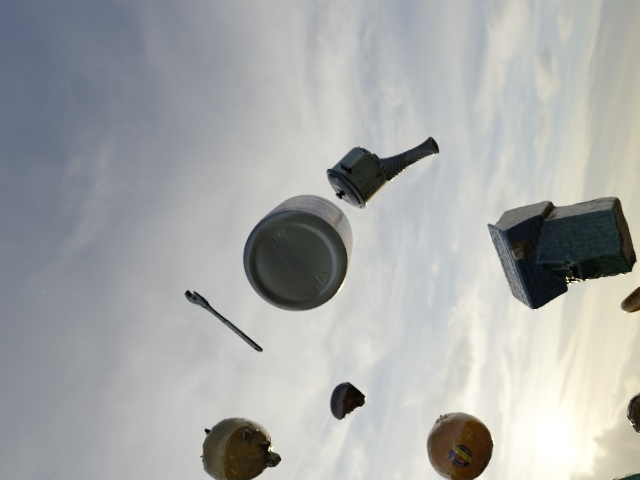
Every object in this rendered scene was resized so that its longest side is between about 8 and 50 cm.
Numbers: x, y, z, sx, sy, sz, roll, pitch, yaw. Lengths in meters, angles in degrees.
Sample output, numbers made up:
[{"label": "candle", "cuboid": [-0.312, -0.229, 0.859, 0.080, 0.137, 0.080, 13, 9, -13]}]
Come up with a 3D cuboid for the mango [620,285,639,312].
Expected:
[{"label": "mango", "cuboid": [0.942, 0.176, 1.350, 0.079, 0.057, 0.114, -33, -19, -37]}]

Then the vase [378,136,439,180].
[{"label": "vase", "cuboid": [0.360, -0.336, 1.847, 0.115, 0.237, 0.116, 27, -129, -39]}]

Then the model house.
[{"label": "model house", "cuboid": [0.792, 0.047, 1.496, 0.342, 0.382, 0.335, -31, -79, -48]}]

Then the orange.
[{"label": "orange", "cuboid": [0.440, 0.655, 1.447, 0.219, 0.193, 0.219, -40, -32, -31]}]

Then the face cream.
[{"label": "face cream", "cuboid": [-0.038, 0.019, 0.916, 0.187, 0.200, 0.201, -64, -28, -73]}]

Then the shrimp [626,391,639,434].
[{"label": "shrimp", "cuboid": [1.025, 0.514, 1.318, 0.058, 0.253, 0.173, 82, -174, -58]}]

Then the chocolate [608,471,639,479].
[{"label": "chocolate", "cuboid": [0.648, 0.454, 0.714, 0.360, 0.341, 0.162, 41, -154, -36]}]

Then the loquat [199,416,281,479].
[{"label": "loquat", "cuboid": [-0.188, 0.501, 1.081, 0.172, 0.204, 0.150, 56, -142, -55]}]

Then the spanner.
[{"label": "spanner", "cuboid": [-0.302, 0.259, 1.450, 0.316, 0.087, 0.024, 43, -123, -12]}]

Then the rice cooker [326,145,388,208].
[{"label": "rice cooker", "cuboid": [0.155, -0.268, 2.000, 0.227, 0.241, 0.280, -45, -28, -8]}]

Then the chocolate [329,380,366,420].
[{"label": "chocolate", "cuboid": [0.094, 0.610, 1.708, 0.133, 0.127, 0.124, -49, -26, -22]}]
